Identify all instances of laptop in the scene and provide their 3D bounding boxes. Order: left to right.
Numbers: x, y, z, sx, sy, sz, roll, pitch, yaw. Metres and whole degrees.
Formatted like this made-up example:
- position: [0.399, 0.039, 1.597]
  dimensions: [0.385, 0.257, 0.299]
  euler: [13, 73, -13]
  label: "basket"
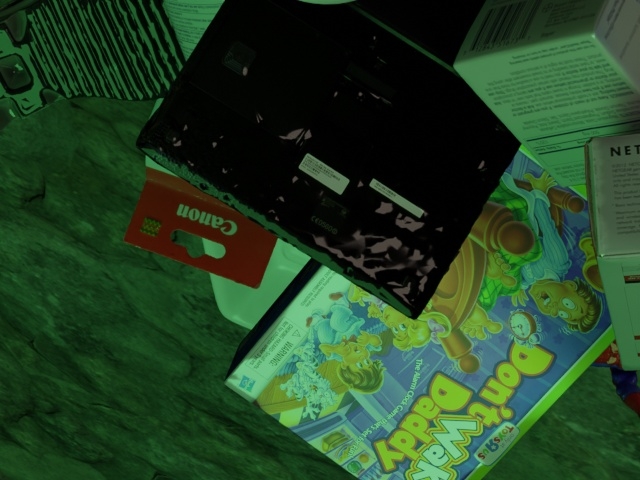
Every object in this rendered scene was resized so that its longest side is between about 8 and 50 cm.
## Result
- position: [0.027, -0.111, 1.276]
  dimensions: [0.234, 0.264, 0.136]
  euler: [31, 172, -5]
  label: "laptop"

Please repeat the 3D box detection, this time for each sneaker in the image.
- position: [-0.209, -0.185, 1.537]
  dimensions: [0.331, 0.146, 0.122]
  euler: [-10, 112, 20]
  label: "sneaker"

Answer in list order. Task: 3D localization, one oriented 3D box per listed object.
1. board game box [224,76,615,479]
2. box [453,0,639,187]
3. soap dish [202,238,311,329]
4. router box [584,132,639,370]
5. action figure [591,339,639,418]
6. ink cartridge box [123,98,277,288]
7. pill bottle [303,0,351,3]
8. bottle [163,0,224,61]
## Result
- position: [0.113, 0.056, 1.493]
  dimensions: [0.233, 0.078, 0.347]
  euler: [36, 114, -8]
  label: "board game box"
- position: [0.185, -0.109, 1.169]
  dimensions: [0.126, 0.072, 0.137]
  euler: [-7, 137, 48]
  label: "box"
- position: [0.000, 0.000, 1.683]
  dimensions: [0.229, 0.118, 0.291]
  euler: [20, 152, 16]
  label: "soap dish"
- position: [0.358, 0.003, 1.171]
  dimensions: [0.335, 0.082, 0.301]
  euler: [-5, 161, 11]
  label: "router box"
- position: [0.216, 0.113, 1.583]
  dimensions: [0.280, 0.139, 0.091]
  euler: [-3, 112, -9]
  label: "action figure"
- position: [-0.093, -0.065, 1.544]
  dimensions: [0.145, 0.179, 0.045]
  euler: [19, 175, 18]
  label: "ink cartridge box"
- position: [0.036, -0.290, 1.077]
  dimensions: [0.188, 0.188, 0.334]
  euler: [30, 153, -2]
  label: "pill bottle"
- position: [-0.074, -0.208, 1.364]
  dimensions: [0.118, 0.092, 0.283]
  euler: [12, 131, 45]
  label: "bottle"
